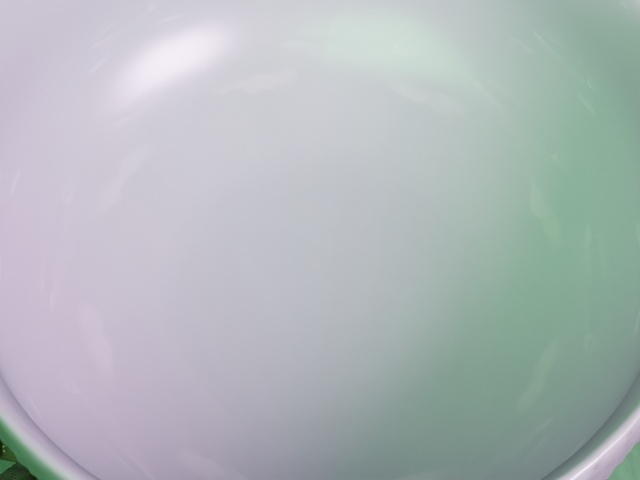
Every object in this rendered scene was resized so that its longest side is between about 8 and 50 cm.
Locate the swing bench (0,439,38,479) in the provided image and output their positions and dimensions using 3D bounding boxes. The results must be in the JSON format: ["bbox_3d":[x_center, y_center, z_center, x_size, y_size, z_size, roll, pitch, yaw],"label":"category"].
[{"bbox_3d":[-0.103,0.182,0.874,0.255,0.253,0.165,-10,97,22],"label":"swing bench"}]

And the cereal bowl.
[{"bbox_3d":[0.000,0.000,0.810,0.339,0.141,0.339,-1,64,2],"label":"cereal bowl"}]
